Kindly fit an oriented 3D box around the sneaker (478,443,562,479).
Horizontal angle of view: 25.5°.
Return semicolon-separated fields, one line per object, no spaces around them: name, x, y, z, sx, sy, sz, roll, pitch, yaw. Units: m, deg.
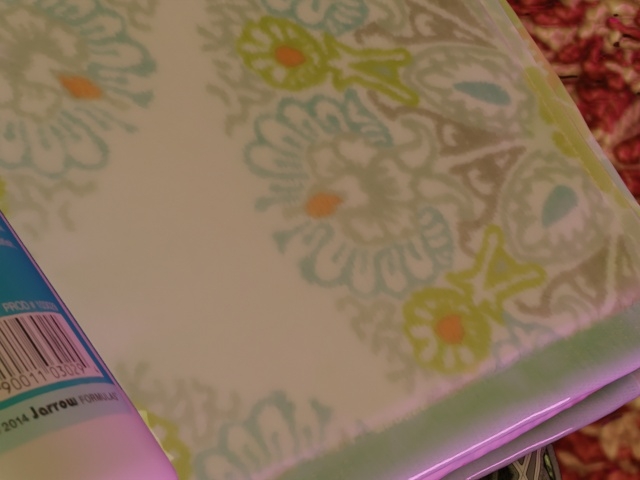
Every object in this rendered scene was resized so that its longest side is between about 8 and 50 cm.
sneaker;0.082;0.144;0.699;0.083;0.084;0.215;23;54;-20

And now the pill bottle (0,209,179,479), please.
pill bottle;-0.171;0.021;0.460;0.146;0.146;0.264;-26;71;-35

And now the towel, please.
towel;-0.027;-0.021;0.652;0.374;0.090;0.320;-20;70;-34
